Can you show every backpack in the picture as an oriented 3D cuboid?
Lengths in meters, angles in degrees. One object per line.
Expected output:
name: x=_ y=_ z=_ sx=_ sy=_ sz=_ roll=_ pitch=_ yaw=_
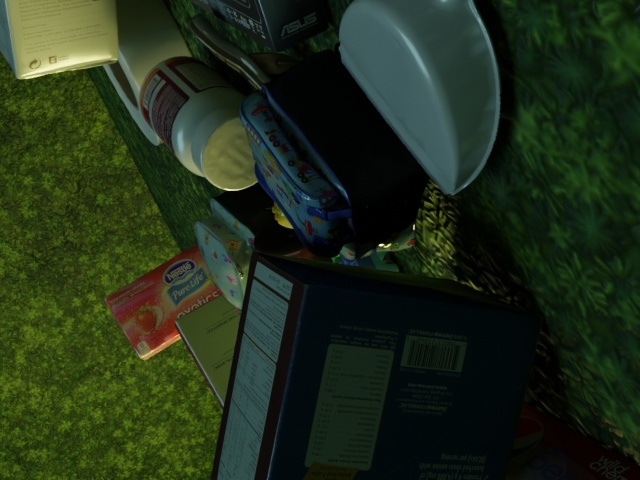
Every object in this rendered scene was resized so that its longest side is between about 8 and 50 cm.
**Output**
backpack: x=0.015 y=-0.054 z=0.685 sx=0.158 sy=0.117 sz=0.173 roll=55 pitch=168 yaw=24
backpack: x=-0.087 y=0.026 z=1.156 sx=0.166 sy=0.144 sz=0.188 roll=32 pitch=152 yaw=53

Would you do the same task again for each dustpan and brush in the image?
dustpan and brush: x=0.071 y=-0.131 z=0.481 sx=0.147 sy=0.060 sz=0.211 roll=55 pitch=172 yaw=16

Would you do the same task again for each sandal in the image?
sandal: x=-0.048 y=-0.165 z=0.769 sx=0.180 sy=0.049 sz=0.072 roll=40 pitch=-178 yaw=-4

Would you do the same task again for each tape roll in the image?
tape roll: x=-0.295 y=-0.303 z=1.313 sx=0.286 sy=0.100 sz=0.286 roll=54 pitch=165 yaw=21

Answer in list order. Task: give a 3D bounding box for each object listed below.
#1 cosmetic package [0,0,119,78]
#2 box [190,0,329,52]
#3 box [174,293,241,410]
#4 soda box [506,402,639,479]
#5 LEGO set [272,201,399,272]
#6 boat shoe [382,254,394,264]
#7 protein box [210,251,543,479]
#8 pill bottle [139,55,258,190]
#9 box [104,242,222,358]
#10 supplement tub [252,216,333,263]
cosmetic package: x=-0.373 y=-0.432 z=1.021 sx=0.217 sy=0.156 sz=0.385 roll=53 pitch=147 yaw=30
box: x=-0.088 y=-0.285 z=0.705 sx=0.231 sy=0.056 sz=0.183 roll=42 pitch=156 yaw=52
box: x=-0.103 y=0.195 z=1.393 sx=0.243 sy=0.213 sz=0.117 roll=59 pitch=166 yaw=5
soda box: x=0.193 y=0.210 z=0.646 sx=0.092 sy=0.083 sz=0.263 roll=64 pitch=165 yaw=-16
LEGO set: x=0.000 y=0.000 z=0.797 sx=0.087 sy=0.093 sz=0.227 roll=111 pitch=147 yaw=-43
boat shoe: x=0.072 y=0.099 z=0.886 sx=0.083 sy=0.065 sz=0.183 roll=57 pitch=164 yaw=32
protein box: x=0.038 y=0.130 z=0.635 sx=0.136 sy=0.200 sz=0.201 roll=-155 pitch=75 yaw=-68
pill bottle: x=-0.151 y=-0.156 z=1.050 sx=0.221 sy=0.121 sz=0.121 roll=45 pitch=159 yaw=48
box: x=-0.274 y=0.109 z=1.645 sx=0.142 sy=0.300 sz=0.154 roll=57 pitch=167 yaw=4
supplement tub: x=-0.010 y=0.064 z=1.027 sx=0.106 sy=0.106 sz=0.198 roll=41 pitch=156 yaw=54
